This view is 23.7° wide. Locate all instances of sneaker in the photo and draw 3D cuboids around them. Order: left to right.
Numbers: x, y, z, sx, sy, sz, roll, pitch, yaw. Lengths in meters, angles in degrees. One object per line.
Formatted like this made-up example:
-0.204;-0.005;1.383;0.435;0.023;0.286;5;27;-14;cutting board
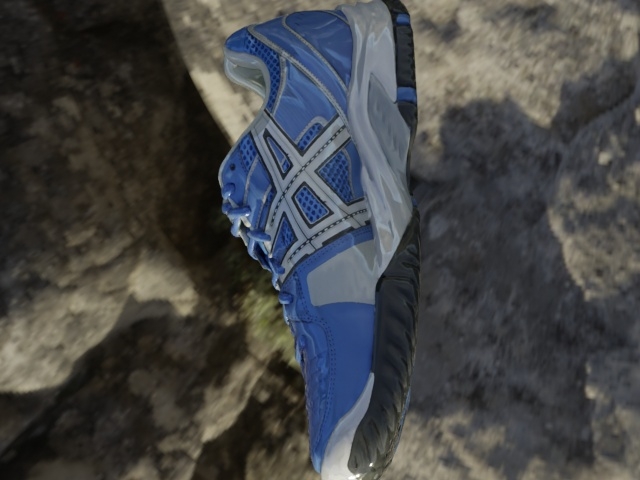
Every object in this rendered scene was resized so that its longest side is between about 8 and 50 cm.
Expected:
0.000;0.000;0.623;0.081;0.080;0.211;-1;65;-1;sneaker
